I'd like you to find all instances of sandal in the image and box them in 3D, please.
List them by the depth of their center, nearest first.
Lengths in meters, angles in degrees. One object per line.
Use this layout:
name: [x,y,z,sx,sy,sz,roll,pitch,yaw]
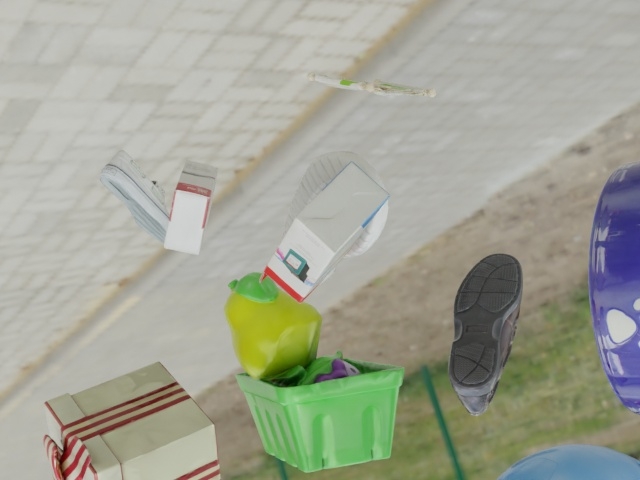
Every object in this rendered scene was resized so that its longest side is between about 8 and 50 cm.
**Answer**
sandal: [0.035,-0.046,1.911,0.102,0.169,0.416,-22,172,-23]

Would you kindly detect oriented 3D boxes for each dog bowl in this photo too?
dog bowl: [0.367,0.046,1.169,0.104,0.265,0.265,-4,174,35]

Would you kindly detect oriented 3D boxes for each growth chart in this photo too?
growth chart: [0.087,-0.271,2.043,0.172,0.021,0.237,16,-167,36]

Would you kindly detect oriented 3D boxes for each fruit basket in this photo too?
fruit basket: [-0.030,0.230,2.200,0.282,0.392,0.392,-6,161,-17]

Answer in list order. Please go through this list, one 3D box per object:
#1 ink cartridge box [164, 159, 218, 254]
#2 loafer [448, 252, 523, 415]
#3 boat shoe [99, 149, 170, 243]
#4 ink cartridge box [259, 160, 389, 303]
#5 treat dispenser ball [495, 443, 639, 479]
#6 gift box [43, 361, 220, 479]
ink cartridge box: [-0.197,-0.053,1.793,0.056,0.099,0.135,12,-156,-4]
loafer: [0.274,0.154,1.951,0.109,0.303,0.095,5,136,19]
boat shoe: [-0.328,-0.082,2.231,0.083,0.076,0.226,9,149,36]
ink cartridge box: [0.000,0.000,1.693,0.134,0.078,0.231,-46,175,-29]
treat dispenser ball: [0.329,0.401,1.466,0.288,0.288,0.288,-16,164,-5]
gift box: [-0.326,0.389,2.006,0.258,0.255,0.276,-19,-150,-26]
